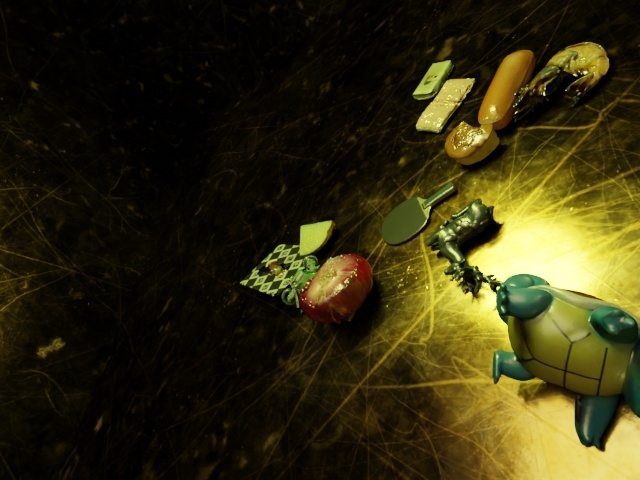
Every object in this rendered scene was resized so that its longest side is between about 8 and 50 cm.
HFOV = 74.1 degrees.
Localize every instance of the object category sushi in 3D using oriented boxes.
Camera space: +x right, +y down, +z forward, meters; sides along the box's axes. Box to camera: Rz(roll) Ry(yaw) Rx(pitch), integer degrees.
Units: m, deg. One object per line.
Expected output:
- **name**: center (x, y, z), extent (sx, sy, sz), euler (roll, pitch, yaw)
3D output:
- **sushi**: center (-0.145, 0.120, 1.628), extent (0.264, 0.050, 0.290), euler (-46, 29, -27)

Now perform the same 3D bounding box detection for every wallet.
- **wallet**: center (0.430, -0.605, 1.607), extent (0.155, 0.039, 0.110), euler (-57, 32, -7)

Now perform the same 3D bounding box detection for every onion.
- **onion**: center (0.051, 0.149, 1.284), extent (0.248, 0.161, 0.248), euler (-22, 41, 21)

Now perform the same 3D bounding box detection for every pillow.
- **pillow**: center (0.436, -0.478, 1.490), extent (0.233, 0.043, 0.126), euler (-54, 40, -6)

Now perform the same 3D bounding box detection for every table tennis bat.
- **table tennis bat**: center (0.301, -0.088, 1.324), extent (0.274, 0.021, 0.154), euler (-38, 38, 24)

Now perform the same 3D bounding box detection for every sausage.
- **sausage**: center (0.559, -0.451, 1.274), extent (0.105, 0.105, 0.274), euler (10, 68, 52)

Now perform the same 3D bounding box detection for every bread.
- **bread**: center (0.445, -0.289, 1.272), extent (0.125, 0.086, 0.156), euler (-57, 32, 4)

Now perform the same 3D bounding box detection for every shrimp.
- **shrimp**: center (0.669, -0.432, 1.168), extent (0.289, 0.075, 0.178), euler (-42, 37, -7)

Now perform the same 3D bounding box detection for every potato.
- **potato**: center (0.000, 0.000, 1.561), extent (0.149, 0.081, 0.120), euler (-9, 72, 35)

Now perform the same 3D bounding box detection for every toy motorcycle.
- **toy motorcycle**: center (-0.051, 0.148, 1.454), extent (0.190, 0.106, 0.074), euler (-57, 11, 1)

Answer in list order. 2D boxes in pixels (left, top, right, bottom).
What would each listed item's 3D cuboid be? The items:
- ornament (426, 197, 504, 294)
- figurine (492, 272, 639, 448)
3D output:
- **ornament**: center (0.392, 0.026, 1.073), extent (0.202, 0.080, 0.236), euler (-41, 34, 21)
- **figurine**: center (0.448, 0.194, 0.769), extent (0.416, 0.242, 0.298), euler (-140, 44, -58)
